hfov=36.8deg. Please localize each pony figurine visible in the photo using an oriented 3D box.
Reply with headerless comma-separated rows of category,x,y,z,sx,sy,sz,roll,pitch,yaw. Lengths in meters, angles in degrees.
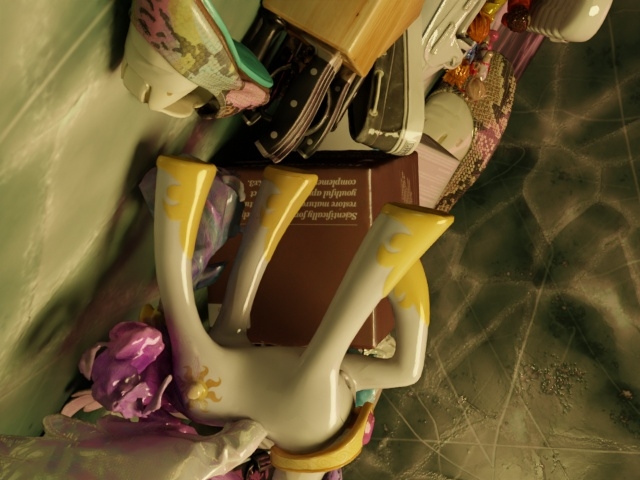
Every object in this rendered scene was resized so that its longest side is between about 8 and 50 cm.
pony figurine,-0.079,0.120,0.774,0.303,0.350,0.364,-34,135,-75

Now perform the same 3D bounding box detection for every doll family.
doll family,0.246,-0.329,1.523,0.263,0.118,0.163,115,-6,-56

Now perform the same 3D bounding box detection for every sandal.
sandal,0.387,-0.375,1.473,0.416,0.102,0.169,-84,-164,-63

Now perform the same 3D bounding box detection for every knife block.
knife block,0.014,-0.204,0.795,0.242,0.088,0.276,-51,168,-40

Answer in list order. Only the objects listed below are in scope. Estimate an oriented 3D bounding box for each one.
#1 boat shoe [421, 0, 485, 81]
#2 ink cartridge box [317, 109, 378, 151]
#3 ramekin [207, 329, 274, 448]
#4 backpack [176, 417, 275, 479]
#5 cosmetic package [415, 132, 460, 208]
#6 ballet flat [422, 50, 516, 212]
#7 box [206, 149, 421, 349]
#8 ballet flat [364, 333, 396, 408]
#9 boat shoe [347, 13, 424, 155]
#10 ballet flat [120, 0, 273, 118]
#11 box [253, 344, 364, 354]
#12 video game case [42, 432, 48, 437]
boat shoe,0.168,-0.278,1.326,0.258,0.084,0.095,-63,169,26
ink cartridge box,0.008,-0.060,1.230,0.140,0.082,0.191,-52,167,-30
ramekin,-0.051,0.164,1.206,0.207,0.207,0.109,-51,127,-34
backpack,-0.139,0.333,1.329,0.225,0.191,0.254,-9,127,-49
cosmetic package,0.082,-0.053,1.407,0.127,0.107,0.238,21,110,-37
ballet flat,0.194,-0.127,1.778,0.182,0.164,0.483,-12,139,-48
box,0.000,0.000,0.959,0.203,0.168,0.167,-28,118,-70
ballet flat,-0.019,0.293,1.492,0.409,0.147,0.147,-51,171,5
boat shoe,0.055,-0.188,0.945,0.078,0.070,0.219,-45,-138,52
ballet flat,-0.088,-0.118,0.643,0.079,0.077,0.221,-39,171,3
box,-0.038,0.105,1.093,0.220,0.175,0.051,-80,153,-62
video game case,-0.160,0.289,0.996,0.061,0.244,0.269,-55,169,-8
